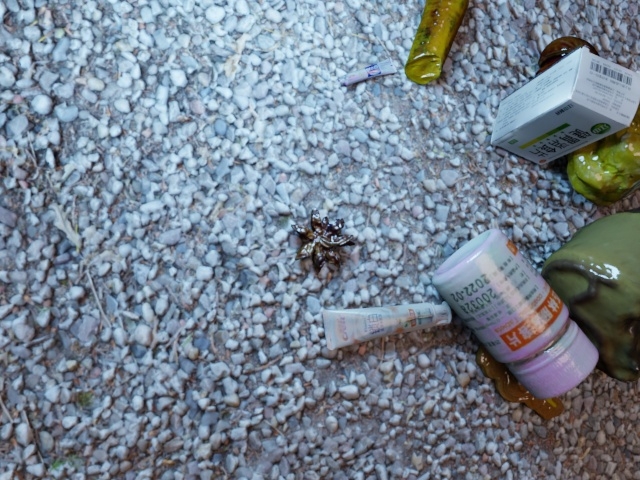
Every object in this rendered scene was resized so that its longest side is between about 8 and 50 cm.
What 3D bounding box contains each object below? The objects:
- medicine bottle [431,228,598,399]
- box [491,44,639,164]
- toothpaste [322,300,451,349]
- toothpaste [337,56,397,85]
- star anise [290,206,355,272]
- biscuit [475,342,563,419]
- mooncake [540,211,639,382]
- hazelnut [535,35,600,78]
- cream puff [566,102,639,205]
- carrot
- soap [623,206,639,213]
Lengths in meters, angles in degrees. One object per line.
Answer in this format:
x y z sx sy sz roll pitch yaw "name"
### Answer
0.475 0.179 1.269 0.219 0.219 0.388 -38 88 -13 "medicine bottle"
0.606 -0.327 1.299 0.173 0.333 0.145 19 77 -11 "box"
0.168 0.204 1.299 0.322 0.066 0.100 -7 84 -9 "toothpaste"
0.122 -0.439 1.348 0.169 0.028 0.045 -22 84 -16 "toothpaste"
0.000 -0.001 1.274 0.167 0.057 0.168 0 86 -4 "star anise"
0.552 0.358 1.387 0.295 0.044 0.186 25 78 -11 "biscuit"
0.747 0.150 1.269 0.246 0.393 0.394 -35 92 -16 "mooncake"
0.692 -0.458 1.415 0.177 0.178 0.204 9 84 -13 "hazelnut"
0.783 -0.250 1.386 0.274 0.323 0.270 -38 67 15 "cream puff"
0.314 -0.572 1.363 0.114 0.114 0.302 22 82 -11 "carrot"
0.930 0.077 1.437 0.257 0.159 0.302 35 77 -12 "soap"
